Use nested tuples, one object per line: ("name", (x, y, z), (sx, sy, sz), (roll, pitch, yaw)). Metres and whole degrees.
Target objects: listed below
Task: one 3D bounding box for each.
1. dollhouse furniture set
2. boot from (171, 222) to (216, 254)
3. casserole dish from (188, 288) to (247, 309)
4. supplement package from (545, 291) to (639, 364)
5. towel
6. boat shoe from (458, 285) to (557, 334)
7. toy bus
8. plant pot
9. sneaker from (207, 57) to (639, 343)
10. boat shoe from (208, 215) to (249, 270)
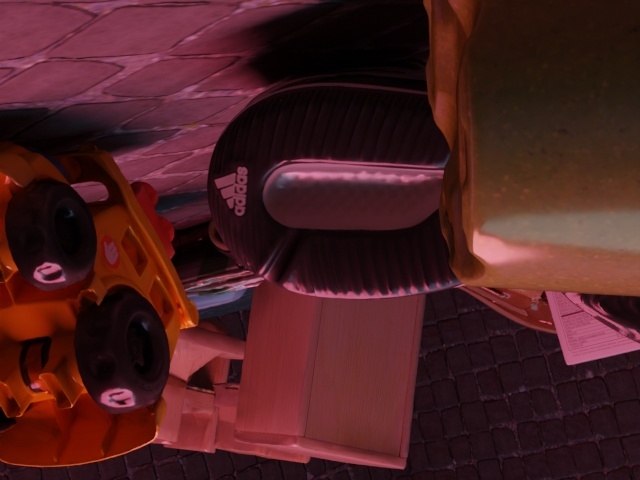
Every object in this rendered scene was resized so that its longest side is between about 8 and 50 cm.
("dollhouse furniture set", (-0.110, 0.058, 1.286), (0.394, 0.257, 0.362), (-1, 166, 39))
("boot", (-0.164, 0.002, 1.609), (0.114, 0.037, 0.106), (-7, 170, -38))
("casserole dish", (-0.137, 0.044, 1.762), (0.114, 0.037, 0.188), (-13, -162, 5))
("supplement package", (0.351, -0.031, 1.452), (0.199, 0.263, 0.198), (-11, 173, -42))
("towel", (-0.089, 0.021, 1.659), (0.324, 0.038, 0.248), (-15, -167, 5))
("boat shoe", (0.214, 0.019, 1.608), (0.323, 0.123, 0.120), (17, 165, 13))
("toy bus", (-0.176, 0.009, 0.946), (0.149, 0.220, 0.211), (-11, -150, 26))
("plant pot", (0.179, -0.077, 0.626), (0.253, 0.276, 0.276), (-3, 175, 0))
("sneaker", (0.164, -0.054, 0.901), (0.447, 0.169, 0.257), (8, -161, 0))
("boat shoe", (-0.079, -0.017, 1.425), (0.073, 0.080, 0.223), (-7, 167, -11))
